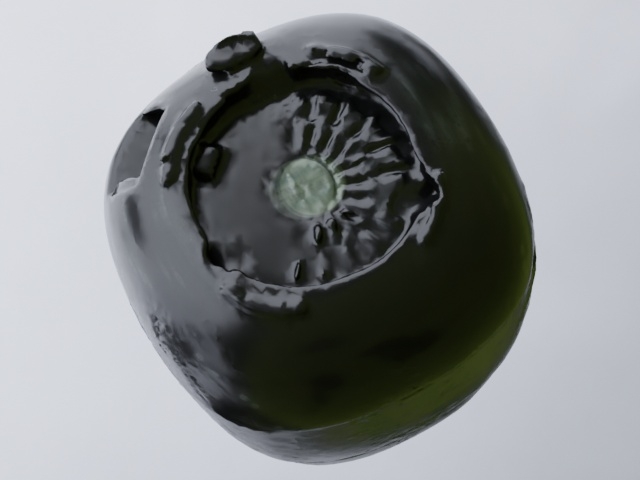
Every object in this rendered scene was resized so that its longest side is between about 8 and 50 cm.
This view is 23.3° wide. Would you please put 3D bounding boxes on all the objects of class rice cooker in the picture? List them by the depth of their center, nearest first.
[{"bbox_3d":[0.000,0.000,0.943,0.267,0.267,0.224,-58,-19,-14],"label":"rice cooker"}]
